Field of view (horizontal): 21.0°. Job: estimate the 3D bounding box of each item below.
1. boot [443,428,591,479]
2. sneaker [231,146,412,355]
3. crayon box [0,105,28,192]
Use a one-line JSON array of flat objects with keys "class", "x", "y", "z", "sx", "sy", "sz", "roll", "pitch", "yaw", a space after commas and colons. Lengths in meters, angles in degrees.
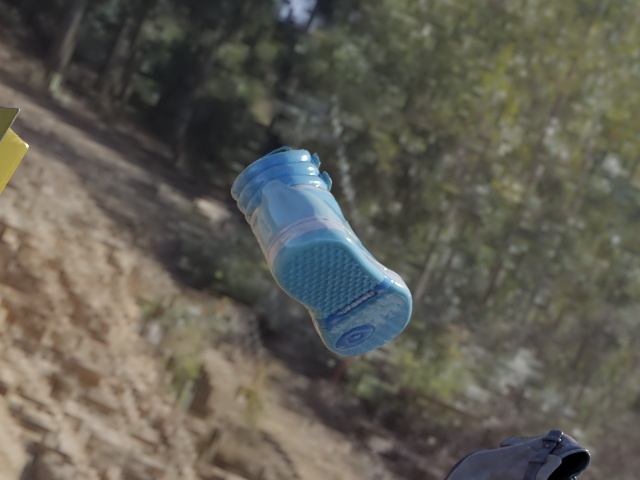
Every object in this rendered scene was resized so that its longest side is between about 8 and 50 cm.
[{"class": "boot", "x": 0.155, "y": 0.190, "z": 1.381, "sx": 0.087, "sy": 0.118, "sz": 0.042, "roll": 8, "pitch": -50, "yaw": 58}, {"class": "sneaker", "x": 0.000, "y": 0.000, "z": 2.083, "sx": 0.208, "sy": 0.127, "sz": 0.319, "roll": 62, "pitch": 3, "yaw": 32}, {"class": "crayon box", "x": -0.452, "y": -0.049, "z": 1.866, "sx": 0.318, "sy": 0.202, "sz": 0.081, "roll": 6, "pitch": -31, "yaw": 42}]
